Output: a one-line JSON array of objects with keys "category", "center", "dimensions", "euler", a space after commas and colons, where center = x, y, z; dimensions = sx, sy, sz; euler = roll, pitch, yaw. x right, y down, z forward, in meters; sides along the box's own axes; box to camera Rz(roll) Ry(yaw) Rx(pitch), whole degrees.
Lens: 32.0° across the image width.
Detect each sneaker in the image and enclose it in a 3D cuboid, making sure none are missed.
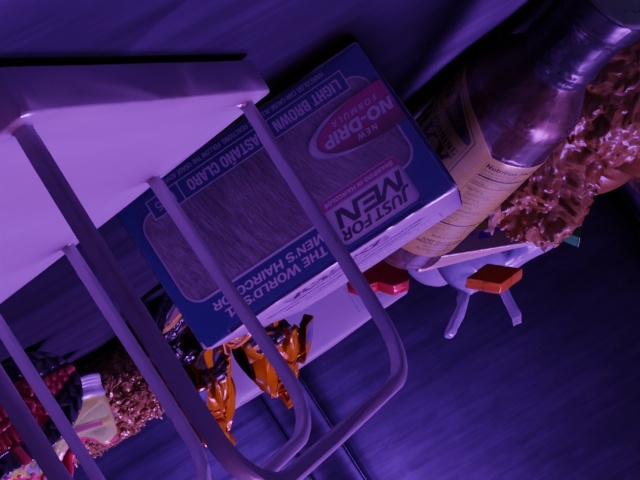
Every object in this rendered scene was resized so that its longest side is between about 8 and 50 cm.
[{"category": "sneaker", "center": [-0.325, 0.200, 0.966], "dimensions": [0.261, 0.104, 0.125], "euler": [-30, 177, -29]}, {"category": "sneaker", "center": [-0.307, 0.228, 1.181], "dimensions": [0.208, 0.094, 0.081], "euler": [-32, 178, 3]}]

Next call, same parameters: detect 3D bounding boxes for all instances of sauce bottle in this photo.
[{"category": "sauce bottle", "center": [0.150, -0.101, 0.967], "dimensions": [0.111, 0.111, 0.344], "euler": [-29, 166, -42]}]

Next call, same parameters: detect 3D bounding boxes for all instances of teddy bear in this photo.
[{"category": "teddy bear", "center": [-0.259, 0.210, 1.353], "dimensions": [0.338, 0.113, 0.245], "euler": [-30, 162, -9]}]

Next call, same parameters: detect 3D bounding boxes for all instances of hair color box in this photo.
[{"category": "hair color box", "center": [0.001, -0.025, 0.787], "dimensions": [0.173, 0.105, 0.347], "euler": [-34, 176, 6]}]

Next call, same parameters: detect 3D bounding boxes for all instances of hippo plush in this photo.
[{"category": "hippo plush", "center": [0.236, -0.008, 1.759], "dimensions": [0.234, 0.294, 0.236], "euler": [-9, 177, -17]}]

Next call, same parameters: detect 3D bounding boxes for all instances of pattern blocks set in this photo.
[{"category": "pattern blocks set", "center": [0.180, -0.015, 1.500], "dimensions": [0.324, 0.026, 0.285], "euler": [-4, -145, -4]}]

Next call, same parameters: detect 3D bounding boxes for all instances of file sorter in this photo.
[{"category": "file sorter", "center": [-0.126, 0.071, 0.491], "dimensions": [0.277, 0.173, 0.193], "euler": [-35, 176, 23]}]

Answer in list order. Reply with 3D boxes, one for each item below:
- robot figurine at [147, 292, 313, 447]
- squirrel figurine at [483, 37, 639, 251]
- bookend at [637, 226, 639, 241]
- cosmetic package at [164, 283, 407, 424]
[{"category": "robot figurine", "center": [-0.084, 0.107, 1.218], "dimensions": [0.211, 0.085, 0.291], "euler": [-32, 150, -24]}, {"category": "squirrel figurine", "center": [0.335, -0.143, 1.328], "dimensions": [0.396, 0.281, 0.370], "euler": [-14, 176, -32]}, {"category": "bookend", "center": [0.480, -0.007, 1.282], "dimensions": [0.156, 0.072, 0.157], "euler": [-17, -176, -39]}, {"category": "cosmetic package", "center": [-0.064, 0.113, 1.593], "dimensions": [0.217, 0.156, 0.385], "euler": [-36, 174, 31]}]
